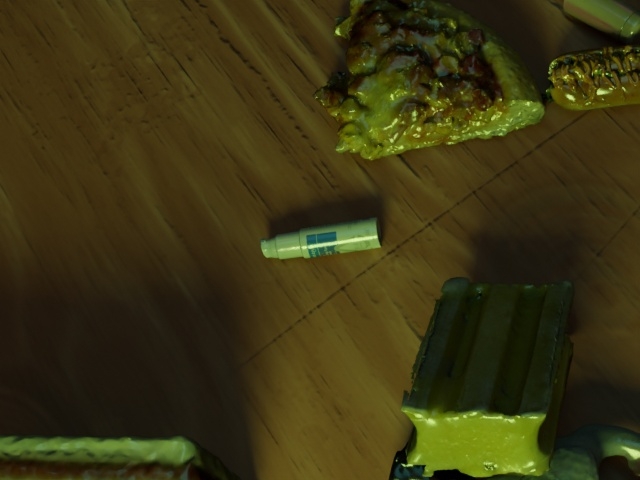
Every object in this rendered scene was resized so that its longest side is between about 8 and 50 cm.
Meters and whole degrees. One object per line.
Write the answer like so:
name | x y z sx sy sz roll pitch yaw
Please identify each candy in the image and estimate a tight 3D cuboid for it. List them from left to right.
candy | -0.238 0.270 1.275 0.320 0.179 0.135 -1 61 13

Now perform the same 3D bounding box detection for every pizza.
pizza | 0.096 -0.180 1.502 0.229 0.081 0.289 -45 62 -12

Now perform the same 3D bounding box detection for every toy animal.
toy animal | 0.219 0.222 1.240 0.324 0.090 0.195 -8 54 10

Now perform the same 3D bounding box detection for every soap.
soap | 0.162 0.123 1.261 0.135 0.076 0.233 2 31 16

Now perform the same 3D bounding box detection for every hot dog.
hot dog | 0.330 -0.183 1.460 0.188 0.055 0.072 -6 62 10

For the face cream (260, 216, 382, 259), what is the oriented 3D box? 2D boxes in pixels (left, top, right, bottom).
face cream | 0.000 0.000 1.451 0.130 0.034 0.034 -7 60 9

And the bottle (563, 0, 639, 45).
bottle | 0.323 -0.256 1.508 0.096 0.045 0.045 37 75 27
